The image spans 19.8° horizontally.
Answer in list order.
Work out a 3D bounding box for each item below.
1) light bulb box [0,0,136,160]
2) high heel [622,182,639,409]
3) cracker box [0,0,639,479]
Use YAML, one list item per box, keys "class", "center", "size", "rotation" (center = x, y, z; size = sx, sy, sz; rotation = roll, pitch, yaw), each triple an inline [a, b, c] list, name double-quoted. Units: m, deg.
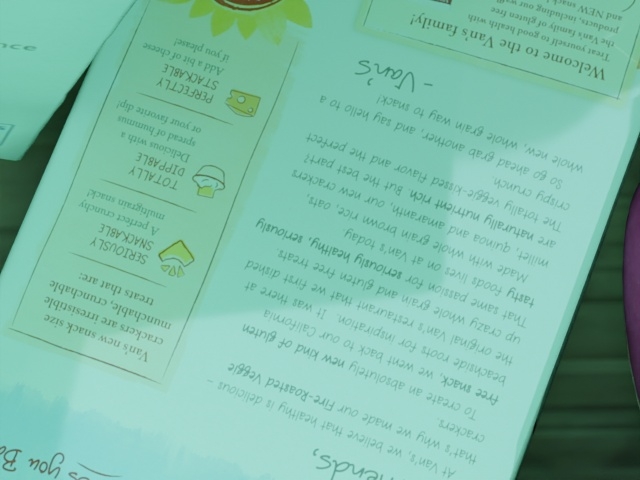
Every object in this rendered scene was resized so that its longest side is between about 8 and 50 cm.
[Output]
- class: "light bulb box"
  center: [-0.128, -0.241, 0.429]
  size: [0.225, 0.361, 0.358]
  rotation: [7, 76, -18]
- class: "high heel"
  center: [0.147, 0.078, 0.485]
  size: [0.082, 0.117, 0.244]
  rotation: [-18, 77, 0]
- class: "cracker box"
  center: [0.000, 0.000, 0.539]
  size: [0.156, 0.067, 0.232]
  rotation: [20, 78, 9]
